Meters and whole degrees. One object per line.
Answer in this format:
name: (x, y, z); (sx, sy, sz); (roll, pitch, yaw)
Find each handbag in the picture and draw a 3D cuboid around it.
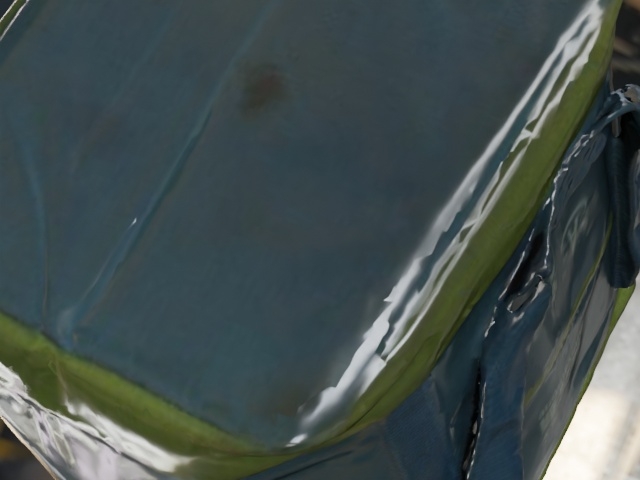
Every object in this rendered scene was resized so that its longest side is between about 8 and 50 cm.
handbag: (0.000, 0.000, 0.673); (0.263, 0.222, 0.241); (-62, -23, -18)
